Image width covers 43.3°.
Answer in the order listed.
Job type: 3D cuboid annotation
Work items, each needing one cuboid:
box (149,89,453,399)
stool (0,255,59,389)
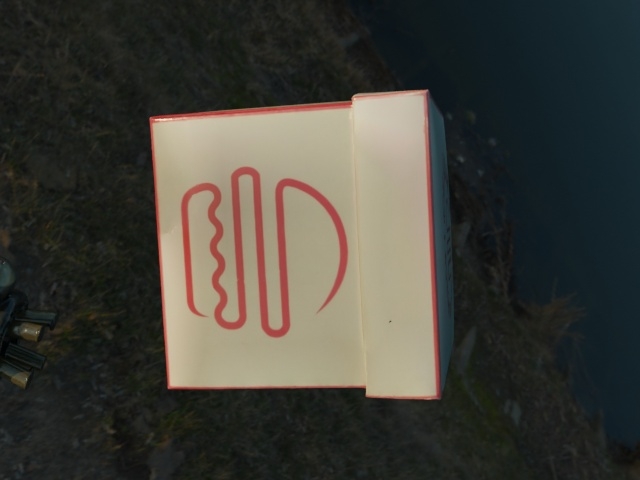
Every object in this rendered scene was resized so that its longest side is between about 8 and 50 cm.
[{"bbox_3d":[0.000,0.000,0.951,0.314,0.300,0.312,-21,108,-78],"label":"box"},{"bbox_3d":[-0.483,0.135,1.208,0.139,0.228,0.153,17,53,-6],"label":"stool"}]
